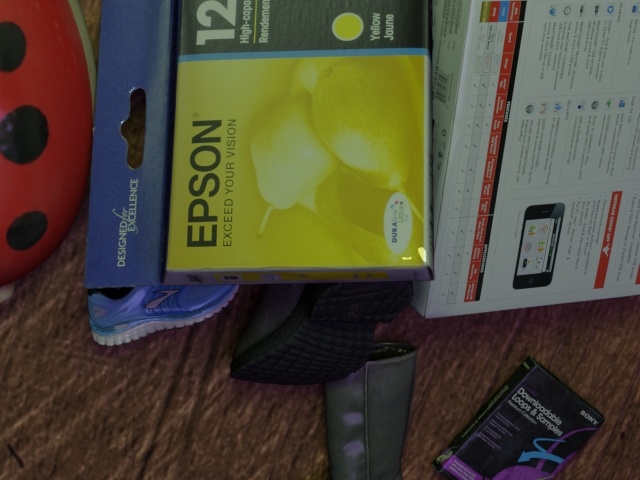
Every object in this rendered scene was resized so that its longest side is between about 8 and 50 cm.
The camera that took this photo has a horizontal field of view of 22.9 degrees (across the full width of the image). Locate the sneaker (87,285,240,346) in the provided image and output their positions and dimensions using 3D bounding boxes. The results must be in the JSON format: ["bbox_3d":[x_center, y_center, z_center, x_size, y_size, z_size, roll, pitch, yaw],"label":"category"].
[{"bbox_3d":[-0.155,0.049,1.565,0.162,0.063,0.073,-18,109,-6],"label":"sneaker"}]

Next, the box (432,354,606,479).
[{"bbox_3d":[0.217,0.219,1.727,0.116,0.029,0.162,38,97,-22],"label":"box"}]

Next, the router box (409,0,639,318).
[{"bbox_3d":[0.234,-0.100,1.539,0.301,0.082,0.335,-4,116,-25],"label":"router box"}]

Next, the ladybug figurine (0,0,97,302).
[{"bbox_3d":[-0.348,-0.132,1.391,0.305,0.162,0.449,-19,116,-3],"label":"ladybug figurine"}]

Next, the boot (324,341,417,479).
[{"bbox_3d":[0.015,0.216,1.656,0.189,0.076,0.208,-12,119,-23],"label":"boot"}]

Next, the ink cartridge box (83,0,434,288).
[{"bbox_3d":[-0.055,-0.111,1.376,0.307,0.072,0.304,-1,73,5],"label":"ink cartridge box"}]

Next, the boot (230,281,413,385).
[{"bbox_3d":[0.000,0.000,1.534,0.118,0.338,0.223,7,64,-24],"label":"boot"}]
